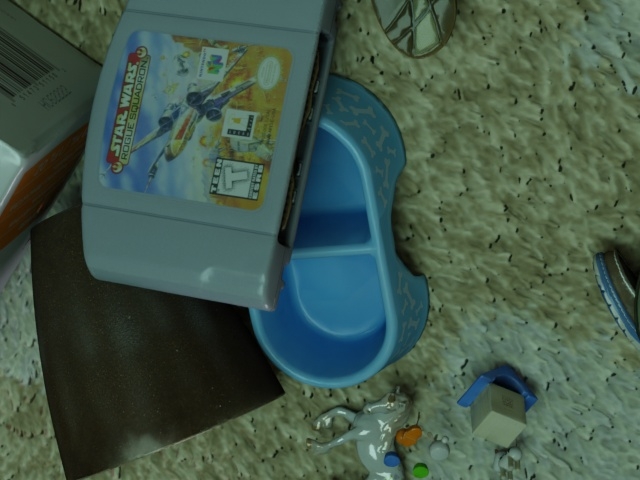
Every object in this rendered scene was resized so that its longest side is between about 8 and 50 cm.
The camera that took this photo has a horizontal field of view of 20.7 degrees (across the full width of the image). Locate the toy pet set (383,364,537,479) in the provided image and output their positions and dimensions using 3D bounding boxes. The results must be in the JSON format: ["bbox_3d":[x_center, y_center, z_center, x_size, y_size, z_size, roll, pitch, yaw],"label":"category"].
[{"bbox_3d":[0.136,0.169,1.615,0.122,0.065,0.114,23,126,-18],"label":"toy pet set"}]

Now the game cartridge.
[{"bbox_3d":[-0.101,-0.099,1.504,0.198,0.062,0.297,9,84,16],"label":"game cartridge"}]

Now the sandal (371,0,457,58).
[{"bbox_3d":[0.066,-0.242,1.484,0.072,0.049,0.180,-27,87,19],"label":"sandal"}]

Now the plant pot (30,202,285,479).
[{"bbox_3d":[-0.174,0.076,1.613,0.215,0.215,0.230,-22,88,24],"label":"plant pot"}]

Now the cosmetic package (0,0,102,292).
[{"bbox_3d":[-0.386,0.014,1.623,0.161,0.230,0.453,35,118,0],"label":"cosmetic package"}]

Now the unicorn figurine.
[{"bbox_3d":[0.045,0.195,1.663,0.111,0.060,0.162,-11,123,18],"label":"unicorn figurine"}]

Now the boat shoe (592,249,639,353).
[{"bbox_3d":[0.306,0.074,1.528,0.066,0.066,0.183,-33,106,18],"label":"boat shoe"}]

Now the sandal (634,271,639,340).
[{"bbox_3d":[0.377,-0.006,1.433,0.120,0.086,0.303,43,106,-7],"label":"sandal"}]

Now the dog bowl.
[{"bbox_3d":[0.000,0.000,1.583,0.166,0.074,0.297,-4,110,18],"label":"dog bowl"}]
